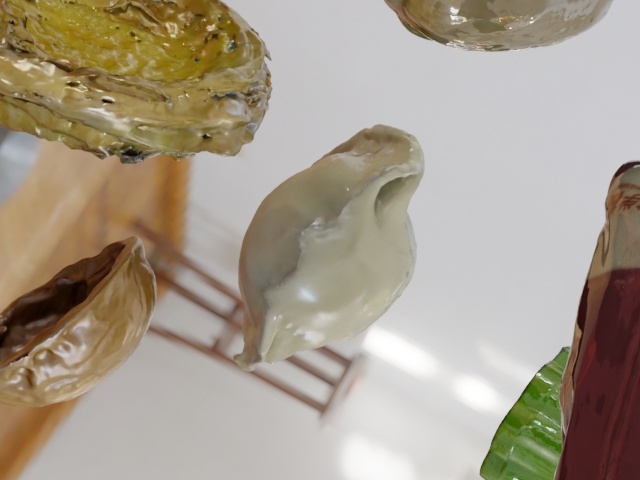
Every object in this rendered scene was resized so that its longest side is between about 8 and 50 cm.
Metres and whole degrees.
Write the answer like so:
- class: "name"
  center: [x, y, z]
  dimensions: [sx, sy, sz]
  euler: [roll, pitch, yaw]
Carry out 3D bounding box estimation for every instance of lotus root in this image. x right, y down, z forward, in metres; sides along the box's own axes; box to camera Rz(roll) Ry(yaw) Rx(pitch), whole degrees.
- class: "lotus root"
  center: [0.286, 0.232, 2.005]
  dimensions: [0.186, 0.186, 0.186]
  euler: [-58, 168, -20]

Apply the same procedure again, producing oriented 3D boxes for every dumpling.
- class: "dumpling"
  center: [0.000, 0.000, 1.695]
  dimensions: [0.258, 0.147, 0.193]
  euler: [-52, -155, 12]

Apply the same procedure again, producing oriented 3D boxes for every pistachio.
- class: "pistachio"
  center: [0.127, -0.198, 1.340]
  dimensions: [0.206, 0.130, 0.131]
  euler: [-6, 148, -37]

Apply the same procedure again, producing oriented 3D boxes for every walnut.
- class: "walnut"
  center: [-0.213, 0.085, 1.615]
  dimensions: [0.211, 0.087, 0.167]
  euler: [-27, -163, 34]

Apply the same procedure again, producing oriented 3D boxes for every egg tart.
- class: "egg tart"
  center: [-0.173, -0.134, 1.446]
  dimensions: [0.291, 0.290, 0.107]
  euler: [-42, 155, -60]

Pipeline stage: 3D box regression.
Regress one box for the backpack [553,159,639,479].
- class: "backpack"
  center: [0.258, 0.105, 1.120]
  dimensions: [0.283, 0.197, 0.317]
  euler: [-4, -120, 60]
